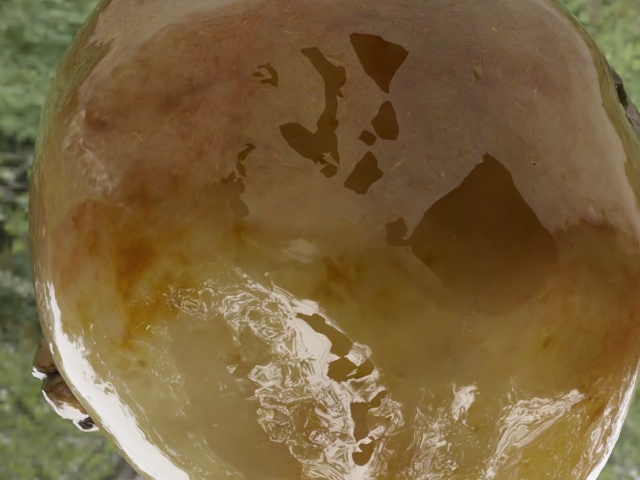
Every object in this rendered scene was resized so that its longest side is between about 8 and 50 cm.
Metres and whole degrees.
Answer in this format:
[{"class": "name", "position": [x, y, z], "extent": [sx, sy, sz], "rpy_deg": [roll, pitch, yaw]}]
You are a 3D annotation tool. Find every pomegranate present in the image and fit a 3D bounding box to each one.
[{"class": "pomegranate", "position": [0.000, 0.000, 0.893], "extent": [0.411, 0.412, 0.411], "rpy_deg": [7, -162, -2]}]
